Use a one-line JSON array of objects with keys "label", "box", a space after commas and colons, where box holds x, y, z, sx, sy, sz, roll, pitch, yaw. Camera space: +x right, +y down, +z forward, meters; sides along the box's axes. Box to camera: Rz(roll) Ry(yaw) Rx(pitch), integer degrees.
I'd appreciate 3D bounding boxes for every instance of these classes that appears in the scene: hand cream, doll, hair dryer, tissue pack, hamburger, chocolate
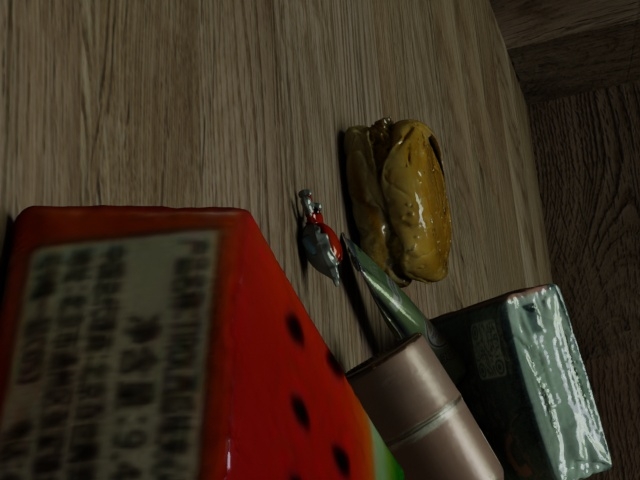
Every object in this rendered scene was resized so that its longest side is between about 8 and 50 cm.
[{"label": "hand cream", "box": [0.097, 0.090, 1.987, 0.235, 0.055, 0.086, 53, 5, -26]}, {"label": "doll", "box": [-0.001, 0.000, 1.775, 0.057, 0.039, 0.114, 108, -27, -51]}, {"label": "hair dryer", "box": [0.113, 0.198, 1.918, 0.189, 0.107, 0.344, 58, 2, 1]}, {"label": "tissue pack", "box": [0.218, 0.185, 2.085, 0.316, 0.103, 0.228, 152, -77, -71]}, {"label": "hamburger", "box": [0.094, -0.046, 2.092, 0.214, 0.108, 0.213, -7, 90, -76]}, {"label": "chocolate", "box": [-0.066, 0.199, 1.038, 0.341, 0.161, 0.360, 61, 21, -43]}]

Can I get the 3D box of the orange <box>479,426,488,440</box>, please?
[{"label": "orange", "box": [0.152, 0.293, 2.012, 0.160, 0.112, 0.170, -99, -164, -76]}]
